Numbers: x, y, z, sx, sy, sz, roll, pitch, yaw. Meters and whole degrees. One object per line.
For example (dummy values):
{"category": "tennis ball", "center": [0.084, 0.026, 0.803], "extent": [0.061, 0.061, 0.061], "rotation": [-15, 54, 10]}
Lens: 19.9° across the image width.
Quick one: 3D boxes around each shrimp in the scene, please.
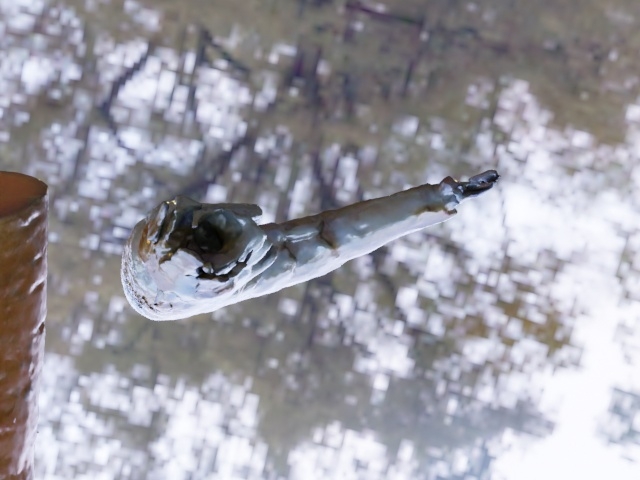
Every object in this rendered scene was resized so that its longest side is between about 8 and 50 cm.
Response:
{"category": "shrimp", "center": [-0.030, 0.009, 1.232], "extent": [0.287, 0.068, 0.185], "rotation": [-5, 168, -42]}

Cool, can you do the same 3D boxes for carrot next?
{"category": "carrot", "center": [-0.118, 0.083, 0.616], "extent": [0.061, 0.210, 0.061], "rotation": [0, -161, 0]}
